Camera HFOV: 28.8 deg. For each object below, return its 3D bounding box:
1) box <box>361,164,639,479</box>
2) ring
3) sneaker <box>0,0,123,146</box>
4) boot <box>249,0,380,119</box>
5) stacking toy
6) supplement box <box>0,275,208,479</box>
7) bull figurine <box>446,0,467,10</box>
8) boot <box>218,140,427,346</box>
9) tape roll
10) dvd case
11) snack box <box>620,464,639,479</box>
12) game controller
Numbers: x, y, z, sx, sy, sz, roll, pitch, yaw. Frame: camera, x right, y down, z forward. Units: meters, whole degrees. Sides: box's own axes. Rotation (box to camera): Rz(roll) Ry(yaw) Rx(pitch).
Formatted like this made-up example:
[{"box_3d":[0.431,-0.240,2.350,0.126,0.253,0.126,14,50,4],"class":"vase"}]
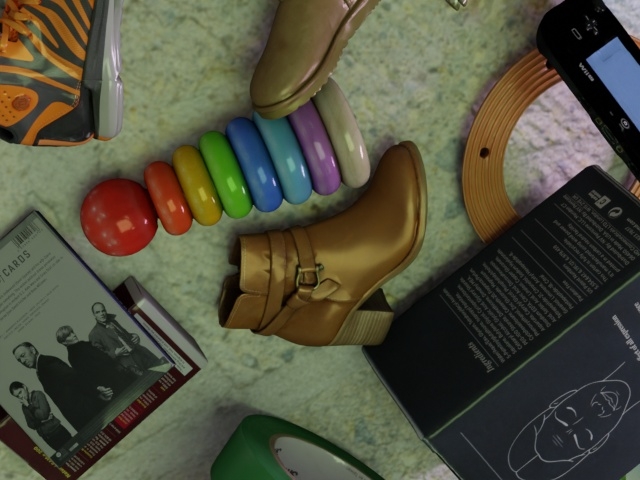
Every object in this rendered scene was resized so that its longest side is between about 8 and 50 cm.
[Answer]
[{"box_3d":[0.311,0.156,1.627,0.395,0.212,0.293,-39,126,1],"class":"box"},{"box_3d":[0.333,-0.116,1.645,0.336,0.032,0.337,-8,115,-18],"class":"ring"},{"box_3d":[-0.299,-0.240,1.271,0.180,0.124,0.321,-8,115,-20],"class":"sneaker"},{"box_3d":[-0.070,-0.301,1.344,0.269,0.089,0.236,48,62,-33],"class":"boot"},{"box_3d":[-0.116,-0.069,1.432,0.330,0.141,0.141,-23,120,-4],"class":"stacking toy"},{"box_3d":[-0.270,0.173,1.498,0.239,0.073,0.130,-41,120,-2],"class":"supplement box"},{"box_3d":[0.198,-0.372,1.433,0.188,0.101,0.310,-44,122,3],"class":"bull figurine"},{"box_3d":[0.000,0.000,1.529,0.220,0.109,0.284,8,117,-21],"class":"boot"},{"box_3d":[0.016,0.341,1.546,0.321,0.321,0.077,29,98,-30],"class":"tape roll"},{"box_3d":[-0.310,0.112,1.420,0.179,0.029,0.239,-41,93,-1],"class":"dvd case"},{"box_3d":[0.421,0.287,1.838,0.174,0.070,0.207,25,100,-30],"class":"snack box"},{"box_3d":[0.380,-0.155,1.495,0.067,0.166,0.319,-38,88,34],"class":"game controller"}]
